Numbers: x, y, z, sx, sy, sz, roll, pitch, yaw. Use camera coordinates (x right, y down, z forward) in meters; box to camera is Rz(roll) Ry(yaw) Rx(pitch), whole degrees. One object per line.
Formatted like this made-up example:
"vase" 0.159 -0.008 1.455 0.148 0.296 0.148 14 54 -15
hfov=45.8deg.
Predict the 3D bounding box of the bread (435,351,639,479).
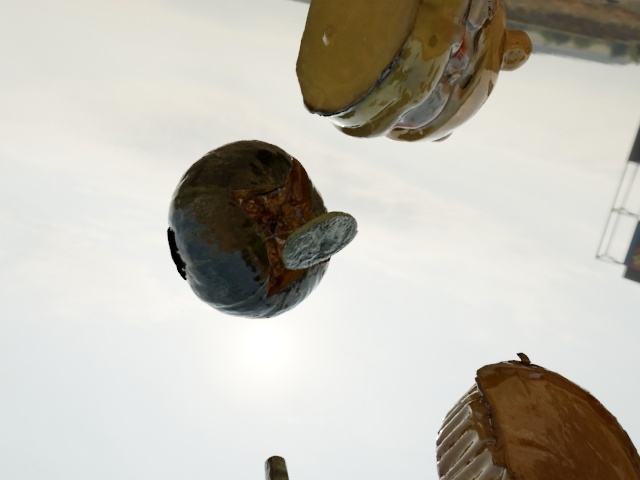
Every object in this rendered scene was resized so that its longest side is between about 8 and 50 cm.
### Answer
"bread" 0.190 0.204 0.650 0.199 0.104 0.199 23 -147 -16

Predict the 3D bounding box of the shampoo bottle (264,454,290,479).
"shampoo bottle" -0.088 0.564 1.670 0.063 0.057 0.208 6 -155 -11

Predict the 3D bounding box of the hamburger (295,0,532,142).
"hamburger" 0.125 -0.253 0.976 0.236 0.276 0.276 15 -166 -33

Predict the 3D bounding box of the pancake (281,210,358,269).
"pancake" 0.000 0.000 0.875 0.108 0.108 0.017 -7 -126 -44

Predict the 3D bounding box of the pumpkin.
"pumpkin" -0.093 -0.012 0.986 0.159 0.238 0.238 -8 180 45
